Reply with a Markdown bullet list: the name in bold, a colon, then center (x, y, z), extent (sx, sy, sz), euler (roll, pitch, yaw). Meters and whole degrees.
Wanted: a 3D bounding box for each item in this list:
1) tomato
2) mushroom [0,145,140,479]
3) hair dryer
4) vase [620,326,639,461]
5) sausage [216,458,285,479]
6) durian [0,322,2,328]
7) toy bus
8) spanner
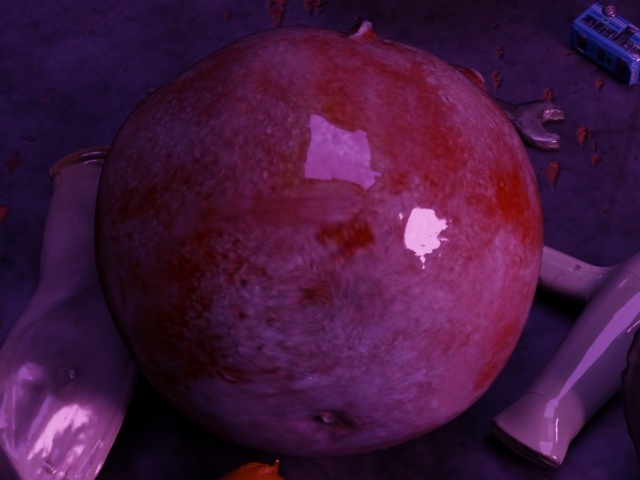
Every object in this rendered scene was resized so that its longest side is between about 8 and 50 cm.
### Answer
- **tomato**: center (0.000, 0.000, 1.079), extent (0.316, 0.317, 0.282), euler (1, 62, -2)
- **mushroom**: center (-0.182, 0.063, 1.163), extent (0.109, 0.097, 0.351), euler (11, 46, -3)
- **hair dryer**: center (0.153, 0.049, 1.217), extent (0.237, 0.075, 0.206), euler (33, 63, 32)
- **vase**: center (0.389, 0.080, 1.088), extent (0.245, 0.245, 0.291), euler (38, 52, 26)
- **sausage**: center (-0.076, 0.222, 1.057), extent (0.062, 0.054, 0.183), euler (18, 55, 27)
- **durian**: center (-0.376, 0.112, 1.091), extent (0.306, 0.166, 0.172), euler (-9, 94, 10)
- **toy bus**: center (0.269, -0.178, 1.412), extent (0.046, 0.038, 0.083), euler (-37, 59, -23)
- **spanner**: center (0.099, -0.138, 1.388), extent (0.254, 0.015, 0.054), euler (21, 55, 15)
